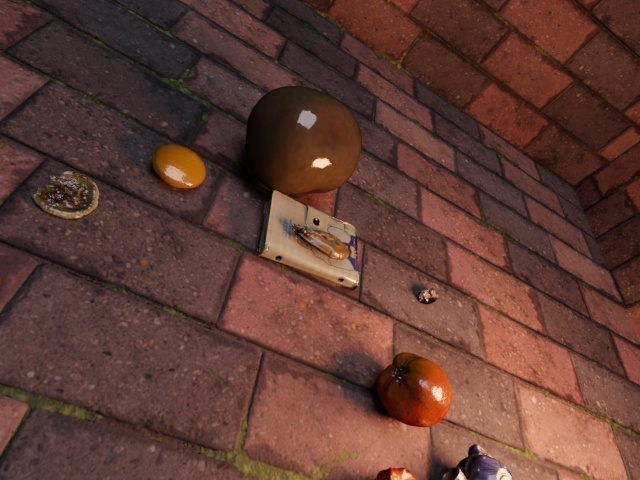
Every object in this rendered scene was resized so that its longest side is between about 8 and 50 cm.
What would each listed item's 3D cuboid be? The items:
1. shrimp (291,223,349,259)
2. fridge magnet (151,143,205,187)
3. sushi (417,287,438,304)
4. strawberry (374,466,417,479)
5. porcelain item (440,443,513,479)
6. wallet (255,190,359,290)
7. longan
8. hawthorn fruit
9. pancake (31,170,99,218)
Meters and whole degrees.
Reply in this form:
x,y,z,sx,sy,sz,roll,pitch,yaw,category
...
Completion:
x,y,z,sx,sy,sz,roll,pitch,yaw,category
0.000,0.000,1.203,0.190,0.042,0.101,25,31,-22,shrimp
-0.379,-0.196,1.153,0.143,0.063,0.142,21,48,-24,fridge magnet
0.359,0.183,1.416,0.083,0.044,0.045,-9,62,-39,sushi
0.162,0.560,0.931,0.187,0.082,0.146,14,70,-48,strawberry
0.330,0.595,0.982,0.288,0.138,0.186,-31,83,-42,porcelain item
-0.026,0.002,1.250,0.310,0.077,0.223,22,49,-25,wallet
-0.050,-0.289,1.299,0.361,0.361,0.360,21,46,-23,longan
0.238,0.374,1.078,0.189,0.189,0.189,21,46,-23,hawthorn fruit
-0.563,-0.101,0.967,0.116,0.022,0.129,29,48,-15,pancake
